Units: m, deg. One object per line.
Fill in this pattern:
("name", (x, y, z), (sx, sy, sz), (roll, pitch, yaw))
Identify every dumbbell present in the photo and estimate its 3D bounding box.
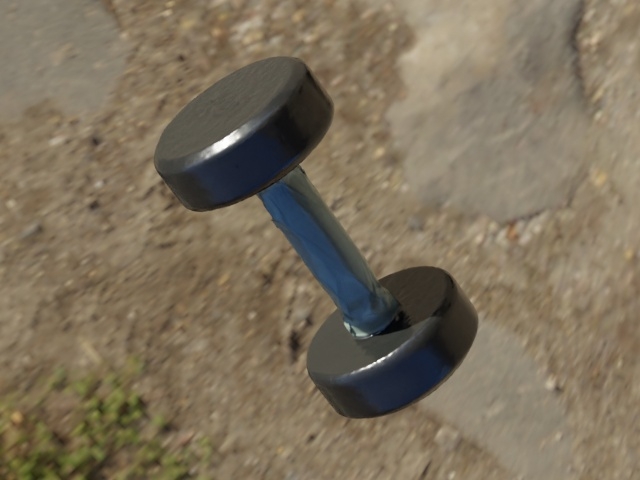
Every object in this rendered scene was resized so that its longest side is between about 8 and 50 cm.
("dumbbell", (0.000, 0.000, 1.073), (0.100, 0.100, 0.191), (-26, 115, 21))
